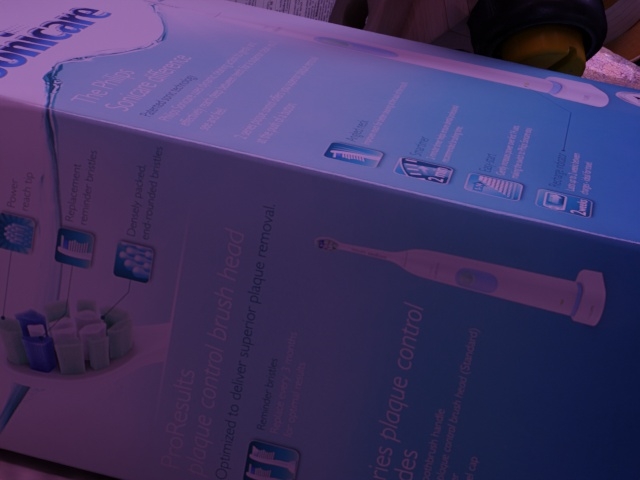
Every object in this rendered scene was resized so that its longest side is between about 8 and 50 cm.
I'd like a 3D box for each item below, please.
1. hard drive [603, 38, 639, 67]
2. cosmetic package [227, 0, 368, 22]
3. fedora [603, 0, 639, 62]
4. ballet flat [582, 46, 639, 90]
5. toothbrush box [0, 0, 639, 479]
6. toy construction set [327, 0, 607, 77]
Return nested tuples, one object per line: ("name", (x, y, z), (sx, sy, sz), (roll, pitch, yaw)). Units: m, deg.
("hard drive", (0.357, -0.135, 1.056), (0.339, 0.064, 0.237), (1, 22, 33))
("cosmetic package", (-0.068, -0.173, 1.013), (0.129, 0.153, 0.296), (16, 18, 19))
("fedora", (0.156, -0.196, 1.022), (0.194, 0.194, 0.079), (23, -10, 30))
("ballet flat", (0.106, -0.086, 0.946), (0.106, 0.107, 0.316), (-20, 33, -33))
("toothbrush box", (0.000, 0.000, 0.594), (0.295, 0.126, 0.216), (14, 20, 5))
("toy construction set", (0.027, -0.174, 0.745), (0.309, 0.237, 0.257), (34, 57, -20))
